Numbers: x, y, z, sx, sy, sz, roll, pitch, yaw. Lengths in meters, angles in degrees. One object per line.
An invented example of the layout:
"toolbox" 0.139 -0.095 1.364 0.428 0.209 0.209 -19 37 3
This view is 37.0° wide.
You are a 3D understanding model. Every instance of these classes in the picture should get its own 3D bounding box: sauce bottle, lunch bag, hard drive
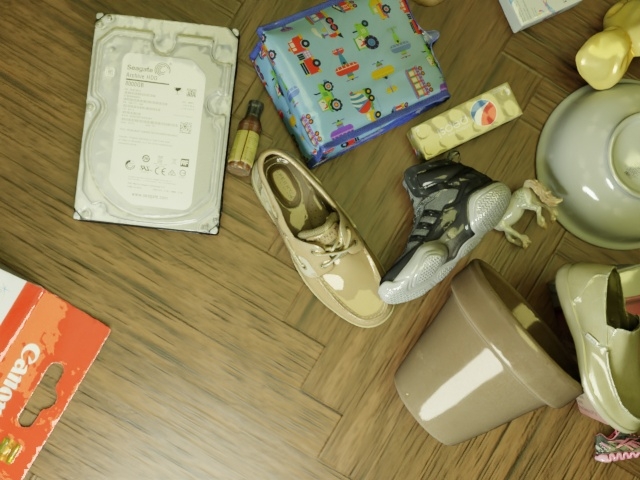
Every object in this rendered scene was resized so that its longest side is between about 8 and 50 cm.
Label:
"sauce bottle" -0.118 -0.169 1.564 0.042 0.042 0.128 17 70 -3
"lunch bag" 0.067 -0.285 1.558 0.293 0.138 0.221 -27 87 -13
"hard drive" -0.263 -0.187 1.556 0.237 0.064 0.339 7 87 -4

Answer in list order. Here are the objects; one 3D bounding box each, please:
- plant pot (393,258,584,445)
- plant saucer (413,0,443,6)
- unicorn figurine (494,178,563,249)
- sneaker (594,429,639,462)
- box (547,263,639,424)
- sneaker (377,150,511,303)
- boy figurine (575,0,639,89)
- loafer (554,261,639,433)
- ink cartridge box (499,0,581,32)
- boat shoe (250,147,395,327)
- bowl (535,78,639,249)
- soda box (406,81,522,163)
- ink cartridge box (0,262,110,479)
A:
"plant pot" 0.248 0.198 1.505 0.229 0.263 0.263 -43 91 14
"plant saucer" 0.183 -0.438 1.616 0.083 0.015 0.083 0 88 -4
"unicorn figurine" 0.315 -0.038 1.587 0.111 0.060 0.162 45 101 7
"sneaker" 0.514 0.336 1.602 0.119 0.047 0.057 -7 77 -5
"box" 0.471 0.163 1.549 0.127 0.148 0.232 -14 88 -3
"sneaker" 0.167 -0.026 1.546 0.268 0.101 0.153 -43 63 -3
"boy figurine" 0.543 -0.348 1.566 0.285 0.177 0.092 -37 130 -12
"loafer" 0.430 0.154 1.411 0.102 0.092 0.268 -19 87 -48
"ink cartridge box" 0.368 -0.417 1.609 0.122 0.052 0.088 -25 90 -5
"boat shoe" 0.000 0.000 1.542 0.121 0.110 0.341 -38 91 -4
"bowl" 0.516 -0.133 1.570 0.298 0.134 0.298 0 87 -4
"soda box" 0.237 -0.194 1.591 0.181 0.058 0.061 -26 90 -5
"ink cartridge box" -0.578 0.175 1.510 0.385 0.091 0.308 31 87 -1
